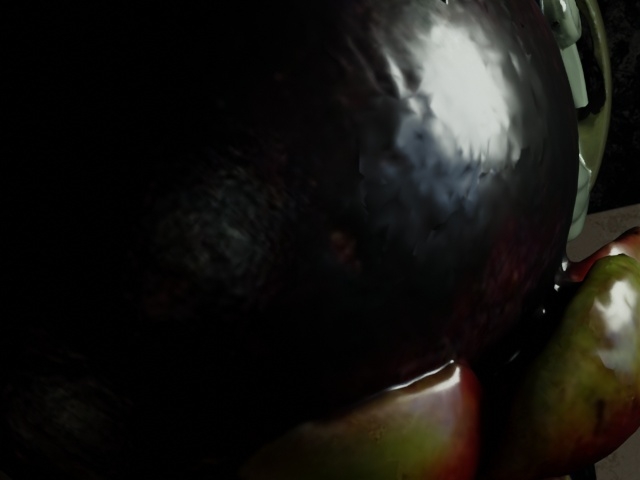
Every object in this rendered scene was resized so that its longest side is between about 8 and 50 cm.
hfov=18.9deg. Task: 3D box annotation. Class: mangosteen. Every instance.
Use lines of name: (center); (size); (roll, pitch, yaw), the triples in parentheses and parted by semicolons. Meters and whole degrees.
mangosteen: (0.000, 0.000, 0.996); (0.382, 0.435, 0.382); (-59, 171, -15)

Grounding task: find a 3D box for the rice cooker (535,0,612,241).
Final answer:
rice cooker: (0.078, -0.134, 1.602); (0.335, 0.325, 0.335); (-13, 90, -76)
